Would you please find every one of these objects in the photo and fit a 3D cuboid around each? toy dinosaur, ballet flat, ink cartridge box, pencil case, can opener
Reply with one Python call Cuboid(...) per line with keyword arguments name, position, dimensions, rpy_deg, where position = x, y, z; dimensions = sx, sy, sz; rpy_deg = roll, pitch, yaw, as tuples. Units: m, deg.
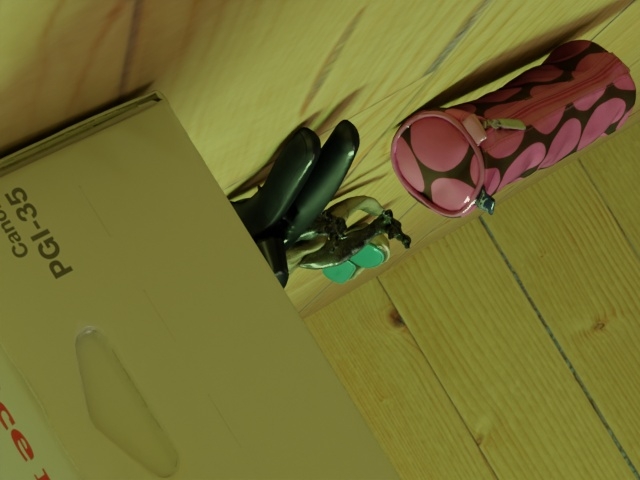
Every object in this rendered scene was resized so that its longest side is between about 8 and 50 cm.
Cuboid(name="toy dinosaur", position=(0.000, 0.000, 1.466), dimensions=(0.118, 0.064, 0.268), rpy_deg=(-14, -170, 46))
Cuboid(name="ballet flat", position=(0.042, 0.004, 1.971), dimensions=(0.052, 0.057, 0.168), rpy_deg=(-59, -170, -21))
Cuboid(name="ink cartridge box", position=(-0.106, 0.092, 0.760), dimensions=(0.117, 0.207, 0.283), rpy_deg=(-30, 176, -32))
Cuboid(name="pencil case", position=(0.152, -0.089, 1.319), dimensions=(0.209, 0.095, 0.098), rpy_deg=(-30, 161, -42))
Cuboid(name="can opener", position=(-0.015, -0.025, 1.086), dimensions=(0.059, 0.073, 0.186), rpy_deg=(-20, 162, -29))
